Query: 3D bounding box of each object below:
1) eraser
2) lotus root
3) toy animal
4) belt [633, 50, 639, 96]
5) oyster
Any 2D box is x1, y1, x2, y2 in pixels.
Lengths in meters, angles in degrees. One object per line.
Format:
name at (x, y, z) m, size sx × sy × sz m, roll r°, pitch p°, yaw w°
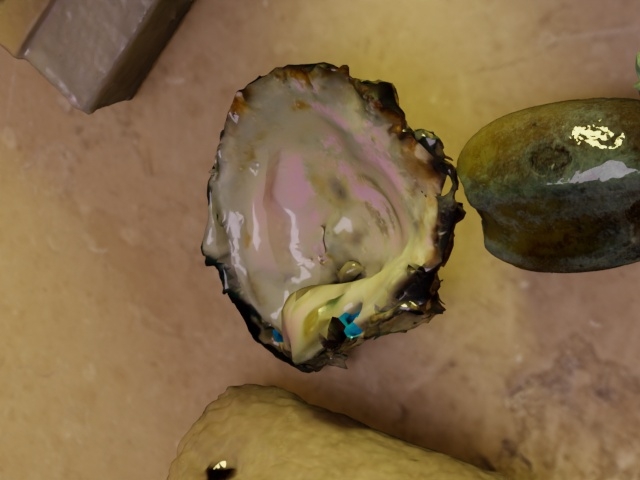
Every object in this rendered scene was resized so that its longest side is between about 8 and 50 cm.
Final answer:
eraser at (-0.243, -0.258, 1.201) m, size 0.343 × 0.078 × 0.144 m, roll 44°, pitch 119°, yaw 10°
lotus root at (0.180, -0.036, 1.030) m, size 0.192 × 0.088 × 0.113 m, roll -7°, pitch 116°, yaw 28°
toy animal at (0.035, 0.242, 1.095) m, size 0.358 × 0.226 × 0.188 m, roll 17°, pitch 138°, yaw 26°
belt at (0.303, -0.112, 0.876) m, size 0.257 × 0.207 × 0.150 m, roll -34°, pitch 83°, yaw 22°
oyster at (0.006, -0.004, 1.112) m, size 0.198 × 0.092 × 0.260 m, roll 35°, pitch 123°, yaw 31°
